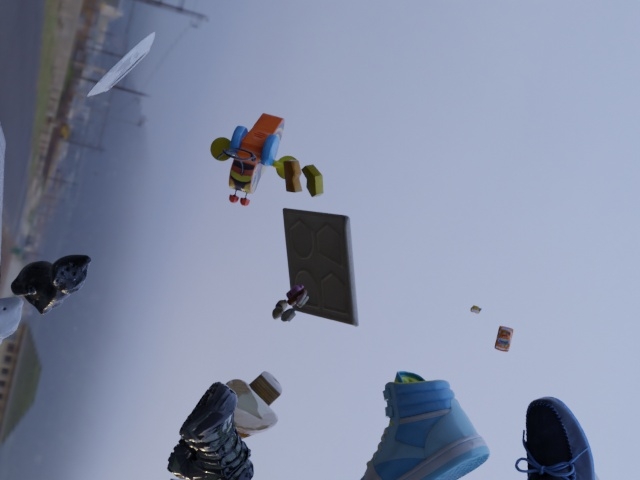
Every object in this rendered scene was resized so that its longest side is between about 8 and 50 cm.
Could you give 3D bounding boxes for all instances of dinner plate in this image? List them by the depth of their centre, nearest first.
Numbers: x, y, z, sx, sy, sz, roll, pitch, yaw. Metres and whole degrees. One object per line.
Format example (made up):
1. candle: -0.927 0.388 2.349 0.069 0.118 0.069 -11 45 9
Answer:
1. dinner plate: -0.296 -0.261 1.452 0.141 0.017 0.141 -40 -168 11

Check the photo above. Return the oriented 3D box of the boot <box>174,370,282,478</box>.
1. boot: -0.172 0.327 1.612 0.211 0.104 0.295 -45 176 8

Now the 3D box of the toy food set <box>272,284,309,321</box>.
1. toy food set: -0.052 0.106 1.667 0.078 0.019 0.122 -48 -169 -15

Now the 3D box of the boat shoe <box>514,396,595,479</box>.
1. boat shoe: 0.349 0.358 1.400 0.109 0.089 0.258 -24 -103 44

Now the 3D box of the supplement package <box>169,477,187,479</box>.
1. supplement package: -0.217 0.592 1.897 0.149 0.194 0.203 15 -95 36

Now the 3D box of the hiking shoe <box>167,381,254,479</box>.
1. hiking shoe: -0.130 0.273 1.299 0.086 0.114 0.227 -55 175 -38

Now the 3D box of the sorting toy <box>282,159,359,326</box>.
1. sorting toy: 0.000 0.000 1.853 0.229 0.041 0.307 11 -70 55

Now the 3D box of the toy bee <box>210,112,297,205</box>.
1. toy bee: -0.165 -0.168 2.113 0.298 0.195 0.162 -25 135 -51

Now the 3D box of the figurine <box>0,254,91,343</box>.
1. figurine: -0.489 0.099 1.582 0.215 0.092 0.209 -38 -171 -34

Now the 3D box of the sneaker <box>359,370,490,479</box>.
1. sneaker: 0.138 0.355 1.717 0.319 0.127 0.208 -36 -117 29

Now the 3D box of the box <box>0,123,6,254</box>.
1. box: -0.603 -0.076 1.324 0.183 0.296 0.294 93 -12 -50

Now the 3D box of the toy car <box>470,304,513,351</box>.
1. toy car: 0.375 0.195 2.138 0.060 0.122 0.040 -55 165 -14

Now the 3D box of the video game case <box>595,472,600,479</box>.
1. video game case: 0.367 0.518 1.784 0.285 0.204 0.025 -41 -116 23
